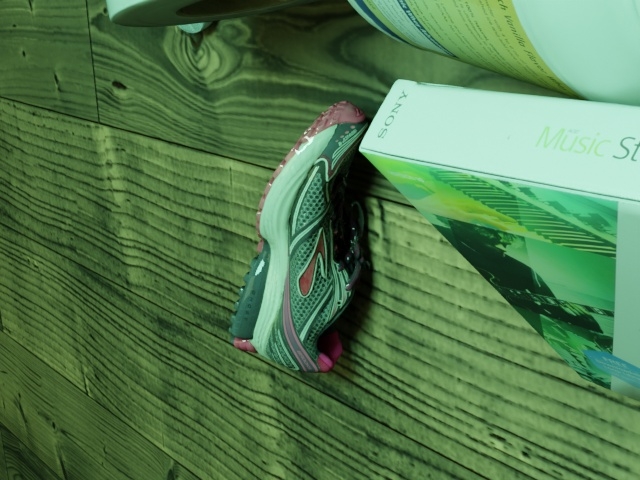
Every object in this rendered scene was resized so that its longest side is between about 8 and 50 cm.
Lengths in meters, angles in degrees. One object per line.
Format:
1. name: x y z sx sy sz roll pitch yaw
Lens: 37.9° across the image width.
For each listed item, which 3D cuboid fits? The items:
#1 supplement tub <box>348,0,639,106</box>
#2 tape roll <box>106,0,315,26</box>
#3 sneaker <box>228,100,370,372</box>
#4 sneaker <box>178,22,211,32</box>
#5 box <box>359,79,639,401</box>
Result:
1. supplement tub: 0.153 -0.193 0.501 0.316 0.228 0.228 -141 47 -57
2. tape roll: -0.076 -0.289 0.796 0.246 0.246 0.169 0 102 52
3. sneaker: 0.000 0.000 0.932 0.112 0.121 0.299 23 124 12
4. sneaker: -0.166 -0.359 1.020 0.094 0.091 0.258 9 131 45
5. box: 0.196 0.030 0.548 0.232 0.058 0.322 17 160 48
